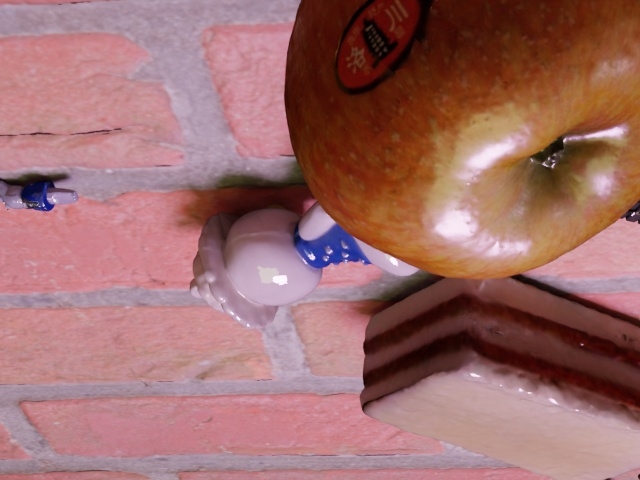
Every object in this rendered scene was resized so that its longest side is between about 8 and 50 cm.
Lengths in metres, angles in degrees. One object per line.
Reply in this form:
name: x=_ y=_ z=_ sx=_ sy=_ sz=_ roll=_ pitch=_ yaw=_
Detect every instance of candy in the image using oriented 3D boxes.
candy: x=0.218 y=0.146 z=1.557 sx=0.321 sy=0.135 sz=0.179 roll=21 pitch=145 yaw=-26

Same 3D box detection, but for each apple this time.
apple: x=0.122 y=-0.109 z=1.010 sx=0.277 sy=0.250 sz=0.309 roll=15 pitch=145 yaw=-19

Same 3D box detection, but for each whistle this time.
whistle: x=-0.264 y=-0.043 z=1.372 sx=0.083 sy=0.029 sz=0.033 roll=0 pitch=135 yaw=18

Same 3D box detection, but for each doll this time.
doll: x=0.000 y=0.000 z=1.351 sx=0.293 sy=0.119 sz=0.138 roll=-22 pitch=158 yaw=27

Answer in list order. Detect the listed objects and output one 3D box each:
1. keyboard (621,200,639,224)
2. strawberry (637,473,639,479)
keyboard: x=0.419 y=-0.013 z=1.372 sx=0.317 sy=0.027 sz=0.106 roll=14 pitch=147 yaw=-21
strawberry: x=0.492 y=0.224 z=1.667 sx=0.280 sy=0.150 sz=0.253 roll=-21 pitch=159 yaw=29
